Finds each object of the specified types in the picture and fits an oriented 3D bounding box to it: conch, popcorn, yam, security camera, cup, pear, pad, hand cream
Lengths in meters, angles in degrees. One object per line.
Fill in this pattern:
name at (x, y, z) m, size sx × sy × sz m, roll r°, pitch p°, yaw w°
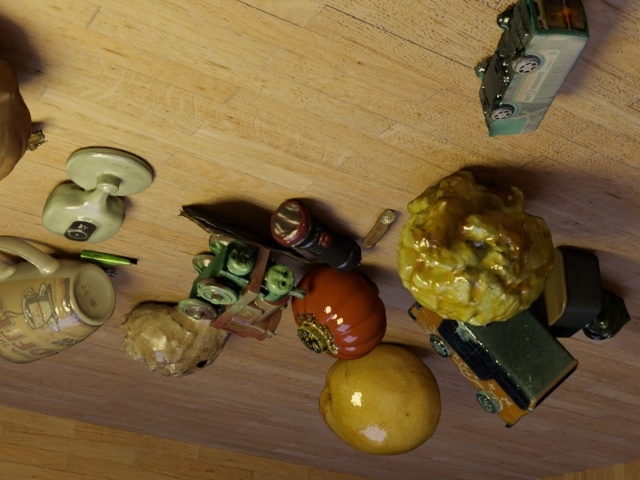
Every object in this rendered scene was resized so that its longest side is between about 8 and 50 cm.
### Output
conch at (-0.333, 0.243, 2.428) m, size 0.324 × 0.186 × 0.263 m, roll -6°, pitch 171°, yaw 24°
popcorn at (0.271, 0.018, 1.706) m, size 0.282 × 0.282 × 0.247 m, roll 8°, pitch 139°, yaw -8°
yam at (0.113, -0.019, 1.928) m, size 0.032 × 0.032 × 0.145 m, roll 10°, pitch 156°, yaw -11°
security camera at (-0.420, -0.079, 1.842) m, size 0.157 × 0.080 × 0.301 m, roll 17°, pitch 150°, yaw -24°
cup at (-0.604, 0.106, 2.160) m, size 0.257 × 0.227 × 0.301 m, roll -18°, pitch 117°, yaw 30°
pear at (0.152, 0.413, 2.556) m, size 0.314 × 0.314 × 0.314 m, roll 4°, pitch 156°, yaw 2°
pad at (-0.146, -0.010, 1.908) m, size 0.233 × 0.022 × 0.174 m, roll 19°, pitch -176°, yaw -29°
hand cream at (-0.464, 0.041, 2.170) m, size 0.122 × 0.023 × 0.036 m, roll 8°, pitch -176°, yaw -11°

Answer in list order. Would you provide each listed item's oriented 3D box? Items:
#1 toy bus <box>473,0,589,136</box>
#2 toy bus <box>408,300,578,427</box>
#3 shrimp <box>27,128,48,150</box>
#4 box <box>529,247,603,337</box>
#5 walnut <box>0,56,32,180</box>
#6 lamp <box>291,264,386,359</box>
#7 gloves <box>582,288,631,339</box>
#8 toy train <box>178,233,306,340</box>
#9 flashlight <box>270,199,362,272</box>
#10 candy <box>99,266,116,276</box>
toy bus at (0.282, -0.239, 1.354) m, size 0.109 × 0.091 × 0.261 m, roll -3°, pitch 158°, yaw -8°
toy bus at (0.349, 0.201, 2.018) m, size 0.323 × 0.162 × 0.194 m, roll 49°, pitch 157°, yaw 10°
shrimp at (-0.576, -0.179, 1.675) m, size 0.251 × 0.052 × 0.143 m, roll -6°, pitch 151°, yaw 24°
box at (0.496, 0.112, 2.012) m, size 0.090 × 0.144 × 0.201 m, roll 5°, pitch 155°, yaw -8°
walnut at (-0.555, -0.190, 1.434) m, size 0.273 × 0.273 × 0.227 m, roll -2°, pitch -169°, yaw 15°
lamp at (0.040, 0.154, 2.123) m, size 0.223 × 0.196 × 0.223 m, roll 34°, pitch 150°, yaw 23°
gloves at (0.606, 0.159, 2.144) m, size 0.135 × 0.107 × 0.268 m, roll 7°, pitch 174°, yaw 14°
toy train at (-0.163, 0.103, 2.069) m, size 0.221 × 0.150 × 0.304 m, roll 22°, pitch 153°, yaw -15°
flashlight at (0.000, 0.000, 1.920) m, size 0.093 × 0.093 × 0.232 m, roll -13°, pitch 153°, yaw 33°
candy at (-0.506, 0.073, 2.248) m, size 0.083 × 0.020 × 0.030 m, roll 5°, pitch 154°, yaw 0°
